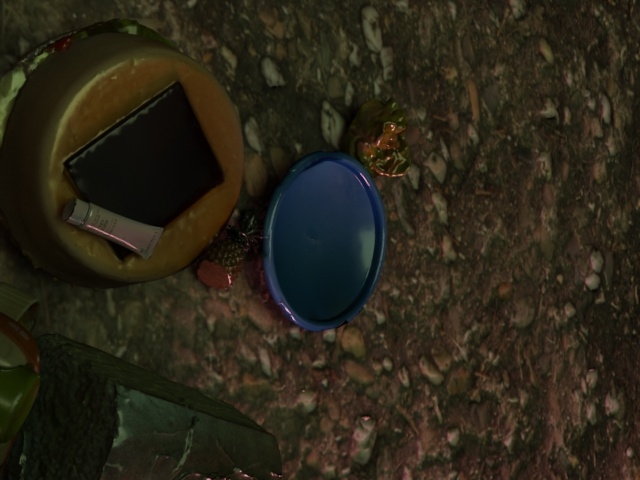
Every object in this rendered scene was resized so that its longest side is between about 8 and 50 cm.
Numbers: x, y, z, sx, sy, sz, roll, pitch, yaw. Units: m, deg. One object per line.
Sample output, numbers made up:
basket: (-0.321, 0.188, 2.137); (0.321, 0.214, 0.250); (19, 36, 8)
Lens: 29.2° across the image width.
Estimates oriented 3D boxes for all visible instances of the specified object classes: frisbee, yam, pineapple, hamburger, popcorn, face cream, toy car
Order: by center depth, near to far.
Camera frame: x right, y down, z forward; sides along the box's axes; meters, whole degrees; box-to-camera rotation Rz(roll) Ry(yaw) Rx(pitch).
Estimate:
toy car: (-0.344, 0.142, 1.213); (0.145, 0.235, 0.235); (26, 64, 0)
face cream: (-0.209, -0.014, 1.244); (0.115, 0.020, 0.038); (25, 94, -42)
hamburger: (-0.223, -0.090, 1.343); (0.302, 0.170, 0.302); (-9, 105, -38)
yam: (-0.190, 0.241, 1.344); (0.271, 0.202, 0.201); (18, 96, -42)
pineapple: (-0.109, 0.005, 1.535); (0.058, 0.058, 0.124); (56, 39, -24)
frisbee: (0.000, 0.000, 1.631); (0.242, 0.045, 0.242); (-6, 97, -49)
popcorn: (0.084, -0.141, 1.702); (0.097, 0.089, 0.109); (22, 68, -52)
